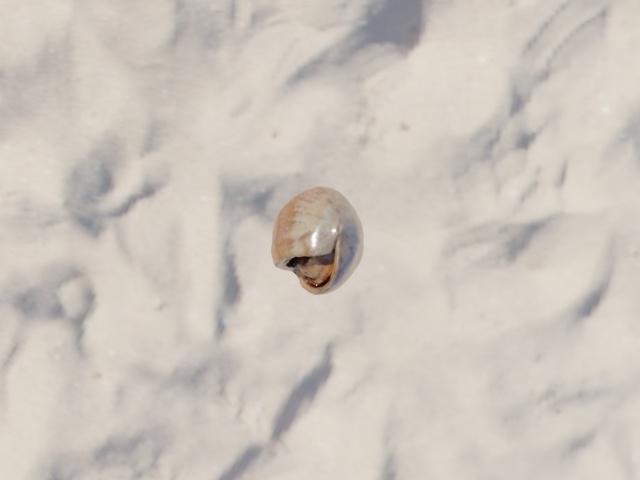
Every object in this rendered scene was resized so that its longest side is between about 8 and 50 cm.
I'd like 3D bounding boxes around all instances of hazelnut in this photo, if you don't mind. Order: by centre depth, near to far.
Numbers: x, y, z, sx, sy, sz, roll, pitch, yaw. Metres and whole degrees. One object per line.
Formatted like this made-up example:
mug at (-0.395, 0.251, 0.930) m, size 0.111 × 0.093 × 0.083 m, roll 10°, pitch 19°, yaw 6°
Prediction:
hazelnut at (0.000, 0.000, 1.292) m, size 0.086 × 0.086 × 0.086 m, roll -6°, pitch 101°, yaw -30°
